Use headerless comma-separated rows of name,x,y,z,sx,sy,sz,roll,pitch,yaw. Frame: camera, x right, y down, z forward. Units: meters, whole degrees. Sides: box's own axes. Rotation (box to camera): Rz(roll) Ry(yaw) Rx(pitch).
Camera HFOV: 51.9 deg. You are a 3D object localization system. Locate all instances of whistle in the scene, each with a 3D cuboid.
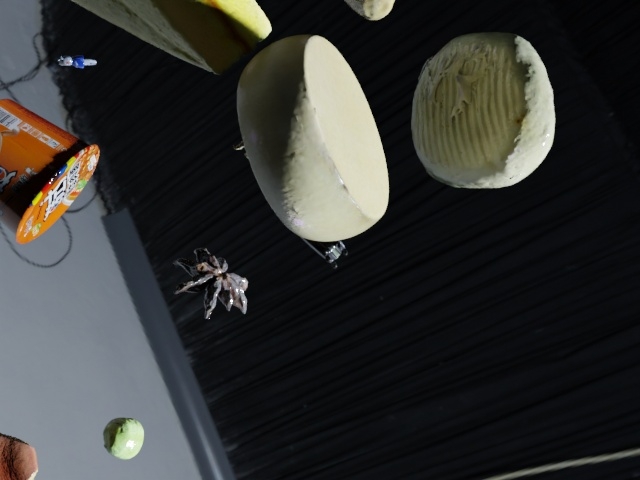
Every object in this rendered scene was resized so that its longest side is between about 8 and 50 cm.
whistle,-0.560,-0.410,1.512,0.083,0.033,0.029,-3,75,-23

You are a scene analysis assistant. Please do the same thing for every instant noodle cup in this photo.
instant noodle cup,-0.593,-0.148,1.306,0.192,0.250,0.250,38,32,-7

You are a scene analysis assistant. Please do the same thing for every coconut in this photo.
coconut,-0.423,0.425,1.413,0.096,0.087,0.088,47,27,-55

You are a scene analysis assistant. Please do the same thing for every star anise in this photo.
star anise,-0.169,0.062,1.036,0.141,0.042,0.141,30,30,-19

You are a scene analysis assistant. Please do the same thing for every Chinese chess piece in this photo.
Chinese chess piece,-0.003,-0.130,0.855,0.273,0.102,0.273,47,33,-46

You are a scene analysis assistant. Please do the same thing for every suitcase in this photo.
suitcase,0.000,0.000,1.562,0.126,0.059,0.086,40,-4,22

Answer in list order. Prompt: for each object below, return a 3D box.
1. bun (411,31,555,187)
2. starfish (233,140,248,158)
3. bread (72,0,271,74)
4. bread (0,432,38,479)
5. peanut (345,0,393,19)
bun,0.276,-0.212,1.088,0.168,0.273,0.273,4,58,-35
starfish,-0.082,-0.222,1.399,0.208,0.176,0.053,-35,134,-26
bread,-0.226,-0.334,0.909,0.264,0.163,0.168,52,49,-17
bread,-0.619,0.451,1.301,0.067,0.119,0.192,120,-43,-72
peanut,0.079,-0.615,1.366,0.149,0.149,0.313,-67,148,-56
